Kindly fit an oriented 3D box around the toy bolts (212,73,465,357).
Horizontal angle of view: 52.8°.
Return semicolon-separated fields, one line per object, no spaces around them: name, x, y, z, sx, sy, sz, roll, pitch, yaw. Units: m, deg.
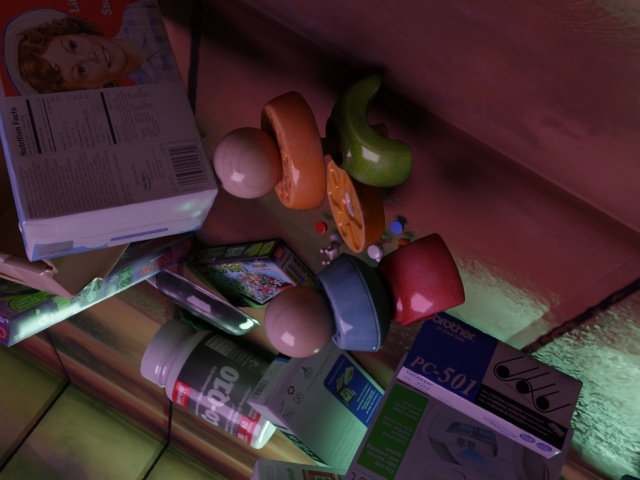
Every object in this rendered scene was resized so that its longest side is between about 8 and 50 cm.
toy bolts;0.000;0.000;0.590;0.218;0.159;0.228;110;142;-67

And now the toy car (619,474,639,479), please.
toy car;0.475;0.470;0.953;0.210;0.219;0.238;24;178;15

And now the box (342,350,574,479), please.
box;0.188;0.330;0.928;0.262;0.231;0.126;24;150;16

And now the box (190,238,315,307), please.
box;-0.100;0.054;0.984;0.207;0.036;0.114;-7;132;48

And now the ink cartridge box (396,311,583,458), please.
ink cartridge box;0.211;0.175;0.808;0.207;0.097;0.046;26;150;10

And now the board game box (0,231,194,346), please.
board game box;-0.367;0.022;0.913;0.208;0.347;0.056;17;113;23

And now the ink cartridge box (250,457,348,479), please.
ink cartridge box;0.033;0.484;0.925;0.272;0.309;0.130;13;112;-15

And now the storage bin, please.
storage bin;-0.319;-0.085;0.763;0.262;0.260;0.123;10;147;34

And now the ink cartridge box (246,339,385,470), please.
ink cartridge box;0.038;0.303;1.094;0.065;0.165;0.332;-6;132;52

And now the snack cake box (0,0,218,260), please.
snack cake box;-0.204;-0.129;0.560;0.089;0.152;0.264;-47;59;61

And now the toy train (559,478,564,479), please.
toy train;0.371;0.460;1.074;0.080;0.105;0.184;9;143;35

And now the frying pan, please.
frying pan;-0.242;0.067;1.042;0.326;0.053;0.197;32;167;-15

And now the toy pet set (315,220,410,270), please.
toy pet set;0.066;0.025;0.785;0.122;0.065;0.114;2;104;37

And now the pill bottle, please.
pill bottle;-0.206;0.279;1.294;0.283;0.161;0.161;25;150;12
